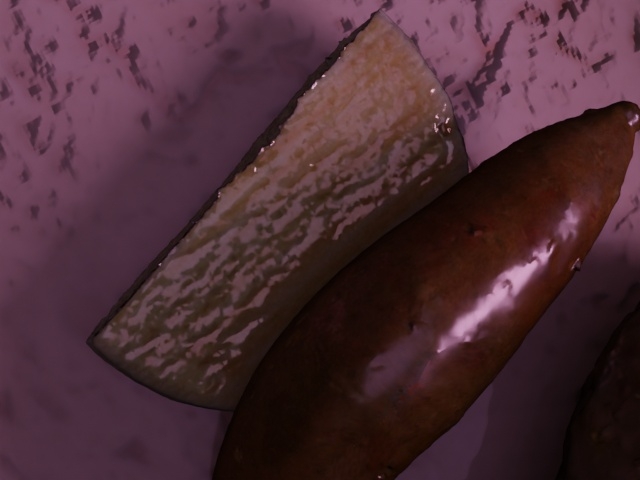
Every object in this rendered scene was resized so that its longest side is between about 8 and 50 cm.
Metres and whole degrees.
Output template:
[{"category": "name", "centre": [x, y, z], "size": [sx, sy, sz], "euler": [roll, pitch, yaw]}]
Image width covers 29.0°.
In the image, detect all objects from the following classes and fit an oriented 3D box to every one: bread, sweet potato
[{"category": "bread", "centre": [0.000, 0.005, 0.550], "size": [0.112, 0.036, 0.193], "euler": [41, 89, -12]}, {"category": "sweet potato", "centre": [0.019, 0.080, 0.508], "size": [0.108, 0.079, 0.346], "euler": [25, 98, -30]}]

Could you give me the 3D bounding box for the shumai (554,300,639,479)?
[{"category": "shumai", "centre": [0.155, 0.198, 0.526], "size": [0.283, 0.217, 0.346], "euler": [-30, 78, 28]}]
